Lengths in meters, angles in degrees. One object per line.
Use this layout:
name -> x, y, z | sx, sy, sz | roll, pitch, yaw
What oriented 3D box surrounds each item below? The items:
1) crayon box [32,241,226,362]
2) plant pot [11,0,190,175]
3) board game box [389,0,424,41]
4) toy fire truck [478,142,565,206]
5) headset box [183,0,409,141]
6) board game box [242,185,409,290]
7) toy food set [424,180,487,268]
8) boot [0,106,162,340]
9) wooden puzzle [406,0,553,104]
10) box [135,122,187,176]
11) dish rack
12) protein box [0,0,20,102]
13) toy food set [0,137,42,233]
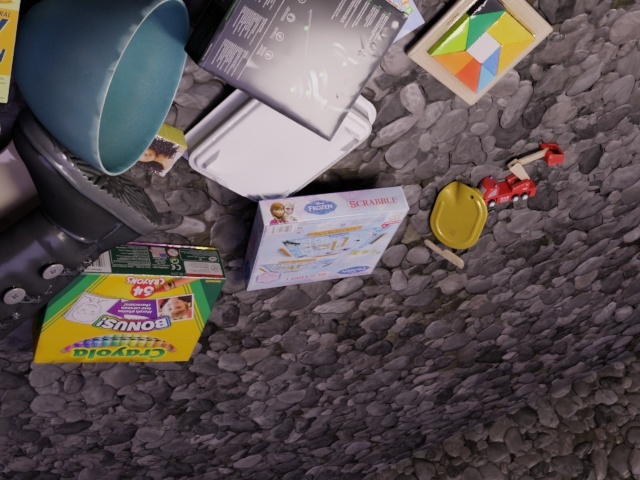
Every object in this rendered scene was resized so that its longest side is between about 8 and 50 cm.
crayon box -> -0.433, 0.145, 1.717 | 0.363, 0.106, 0.313 | 4, 134, -27
plant pot -> -0.355, -0.272, 1.189 | 0.195, 0.290, 0.290 | 24, 132, 4
board game box -> 0.062, -0.395, 1.378 | 0.211, 0.039, 0.160 | -32, 139, 12
toy fire truck -> 0.471, -0.155, 1.820 | 0.192, 0.047, 0.135 | -12, 139, -10
headset box -> -0.033, -0.333, 1.246 | 0.283, 0.131, 0.246 | 25, 104, -28
board game box -> 0.000, 0.000, 1.716 | 0.319, 0.065, 0.318 | -6, 153, -17
toy food set -> 0.337, -0.054, 1.852 | 0.071, 0.128, 0.217 | -43, 156, -46
boot -> -0.556, 0.001, 1.349 | 0.445, 0.146, 0.367 | -32, 144, 5
wooden puzzle -> 0.316, -0.384, 1.497 | 0.239, 0.044, 0.221 | 24, 123, -41
box -> -0.364, -0.199, 1.398 | 0.232, 0.058, 0.087 | 21, 124, -39
dish rack -> -0.077, -0.191, 1.495 | 0.333, 0.072, 0.286 | -35, 140, 28
protein box -> -0.499, -0.338, 1.069 | 0.136, 0.201, 0.199 | 4, 134, -27
toy food set -> -0.601, -0.065, 1.437 | 0.306, 0.092, 0.220 | -36, 139, 5
